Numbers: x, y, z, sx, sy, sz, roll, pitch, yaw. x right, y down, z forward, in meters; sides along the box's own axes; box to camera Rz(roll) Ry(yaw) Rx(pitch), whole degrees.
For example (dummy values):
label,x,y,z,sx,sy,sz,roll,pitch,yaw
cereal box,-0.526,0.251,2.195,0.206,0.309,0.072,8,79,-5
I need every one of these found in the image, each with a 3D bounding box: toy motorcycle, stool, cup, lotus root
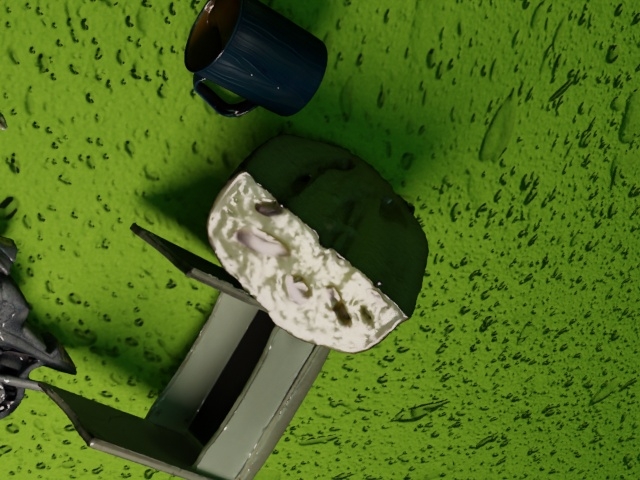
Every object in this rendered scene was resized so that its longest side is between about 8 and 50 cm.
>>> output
label,x,y,z,sx,sy,sz,roll,pitch,yaw
toy motorcycle,-0.423,0.090,1.392,0.173,0.108,0.307,-32,126,-12
stool,-0.166,0.156,1.449,0.270,0.170,0.243,31,90,-42
cup,-0.085,-0.223,1.386,0.138,0.150,0.113,25,69,-33
lotus root,-0.006,-0.013,1.436,0.267,0.260,0.149,42,117,-9

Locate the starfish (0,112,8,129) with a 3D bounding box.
label,x,y,z,sx,sy,sz,roll,pitch,yaw
starfish,-0.513,-0.122,1.172,0.347,0.078,0.357,-24,77,-7
